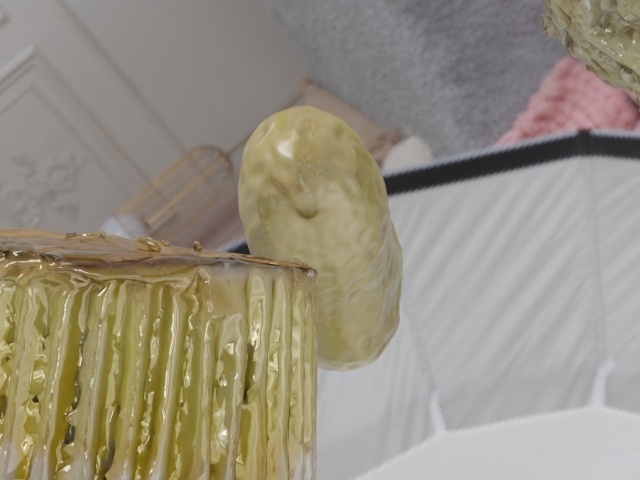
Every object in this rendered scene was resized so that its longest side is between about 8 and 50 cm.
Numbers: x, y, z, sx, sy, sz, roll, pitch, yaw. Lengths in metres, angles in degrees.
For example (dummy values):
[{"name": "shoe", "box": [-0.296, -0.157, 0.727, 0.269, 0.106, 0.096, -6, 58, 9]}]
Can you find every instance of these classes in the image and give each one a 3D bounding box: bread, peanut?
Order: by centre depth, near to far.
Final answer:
[{"name": "bread", "box": [-0.127, 0.073, 0.609, 0.204, 0.156, 0.288, 6, -179, -41]}, {"name": "peanut", "box": [0.000, 0.000, 1.032, 0.147, 0.147, 0.319, 45, 164, 32]}]

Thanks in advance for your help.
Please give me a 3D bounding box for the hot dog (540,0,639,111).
[{"name": "hot dog", "box": [0.448, -0.267, 1.139, 0.367, 0.365, 0.196, 39, 161, -2]}]
